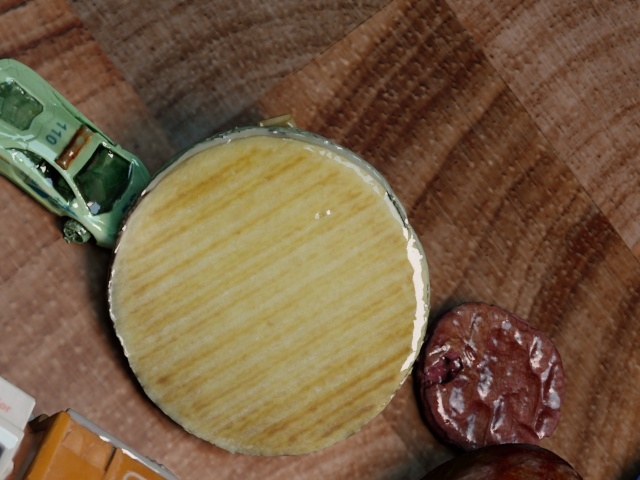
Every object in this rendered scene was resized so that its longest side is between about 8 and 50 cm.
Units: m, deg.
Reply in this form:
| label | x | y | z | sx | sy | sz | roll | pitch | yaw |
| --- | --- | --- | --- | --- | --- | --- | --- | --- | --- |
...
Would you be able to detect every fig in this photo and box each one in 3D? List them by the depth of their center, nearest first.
| label | x | y | z | sx | sy | sz | roll | pitch | yaw |
| --- | --- | --- | --- | --- | --- | --- | --- | --- | --- |
| fig | 0.091 | 0.268 | 1.346 | 0.274 | 0.145 | 0.170 | -15 | 106 | -8 |

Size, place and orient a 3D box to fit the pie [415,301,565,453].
| label | x | y | z | sx | sy | sz | roll | pitch | yaw |
| --- | --- | --- | --- | --- | --- | --- | --- | --- | --- |
| pie | 0.150 | 0.126 | 1.474 | 0.153 | 0.038 | 0.154 | 9 | 71 | -29 |

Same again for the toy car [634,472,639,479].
| label | x | y | z | sx | sy | sz | roll | pitch | yaw |
| --- | --- | --- | --- | --- | --- | --- | --- | --- | --- |
| toy car | 0.349 | 0.218 | 1.527 | 0.216 | 0.063 | 0.103 | -32 | 122 | -25 |

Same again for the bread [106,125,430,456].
| label | x | y | z | sx | sy | sz | roll | pitch | yaw |
| --- | --- | --- | --- | --- | --- | --- | --- | --- | --- |
| bread | -0.041 | 0.040 | 1.328 | 0.266 | 0.040 | 0.267 | 0 | 94 | -1 |

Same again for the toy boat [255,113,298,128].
| label | x | y | z | sx | sy | sz | roll | pitch | yaw |
| --- | --- | --- | --- | --- | --- | --- | --- | --- | --- |
| toy boat | 0.000 | 0.000 | 1.401 | 0.068 | 0.088 | 0.226 | -17 | 84 | -31 |

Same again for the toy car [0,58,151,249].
| label | x | y | z | sx | sy | sz | roll | pitch | yaw |
| --- | --- | --- | --- | --- | --- | --- | --- | --- | --- |
| toy car | -0.206 | -0.071 | 1.330 | 0.186 | 0.058 | 0.093 | 40 | 58 | -12 |

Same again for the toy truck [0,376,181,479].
| label | x | y | z | sx | sy | sz | roll | pitch | yaw |
| --- | --- | --- | --- | --- | --- | --- | --- | --- | --- |
| toy truck | -0.200 | 0.227 | 1.177 | 0.387 | 0.173 | 0.207 | 36 | 54 | -17 |
